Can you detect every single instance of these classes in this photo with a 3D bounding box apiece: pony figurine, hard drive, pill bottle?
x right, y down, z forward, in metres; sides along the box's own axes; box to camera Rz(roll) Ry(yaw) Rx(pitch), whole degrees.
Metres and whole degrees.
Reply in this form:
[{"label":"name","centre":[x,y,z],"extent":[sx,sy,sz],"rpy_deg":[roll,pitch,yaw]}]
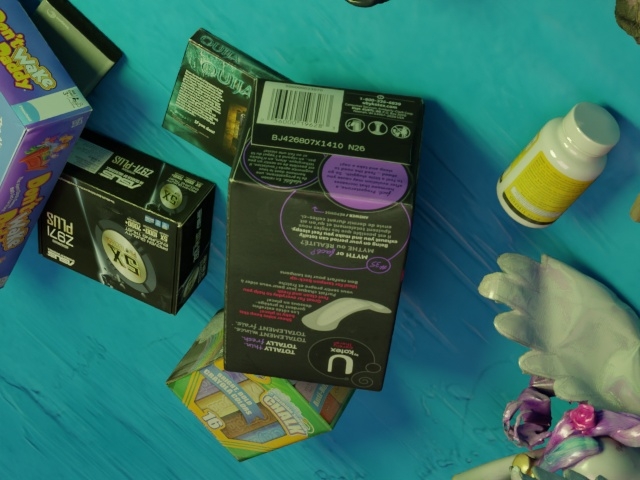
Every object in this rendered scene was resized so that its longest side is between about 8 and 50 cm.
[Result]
[{"label":"pony figurine","centre":[0.273,0.209,1.236],"extent":[0.351,0.303,0.363],"rpy_deg":[16,143,-20]},{"label":"hard drive","centre":[-0.273,-0.187,1.368],"extent":[0.094,0.022,0.135],"rpy_deg":[43,137,-9]},{"label":"pill bottle","centre":[0.208,-0.067,1.143],"extent":[0.065,0.065,0.116],"rpy_deg":[35,138,-1]}]

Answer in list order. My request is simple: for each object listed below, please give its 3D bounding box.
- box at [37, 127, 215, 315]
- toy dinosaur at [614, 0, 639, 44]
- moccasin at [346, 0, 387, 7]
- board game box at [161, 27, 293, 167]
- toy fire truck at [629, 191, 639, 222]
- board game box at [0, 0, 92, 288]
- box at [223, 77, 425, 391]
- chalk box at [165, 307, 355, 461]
[{"label":"box","centre":[-0.215,-0.022,1.440],"extent":[0.180,0.077,0.147],"rpy_deg":[24,137,12]},{"label":"toy dinosaur","centre":[0.230,-0.254,0.968],"extent":[0.118,0.064,0.268],"rpy_deg":[-10,119,45]},{"label":"moccasin","centre":[-0.051,-0.321,1.037],"extent":[0.342,0.117,0.138],"rpy_deg":[36,138,-1]},{"label":"board game box","centre":[-0.060,-0.114,1.297],"extent":[0.186,0.026,0.126],"rpy_deg":[31,136,4]},{"label":"toy fire truck","centre":[0.376,0.027,1.077],"extent":[0.246,0.158,0.217],"rpy_deg":[37,140,15]},{"label":"board game box","centre":[-0.384,-0.115,1.399],"extent":[0.233,0.078,0.347],"rpy_deg":[55,139,13]},{"label":"box","centre":[0.000,0.000,1.241],"extent":[0.165,0.143,0.270],"rpy_deg":[8,137,2]},{"label":"chalk box","centre":[-0.037,0.132,1.428],"extent":[0.213,0.132,0.132],"rpy_deg":[-25,111,45]}]
